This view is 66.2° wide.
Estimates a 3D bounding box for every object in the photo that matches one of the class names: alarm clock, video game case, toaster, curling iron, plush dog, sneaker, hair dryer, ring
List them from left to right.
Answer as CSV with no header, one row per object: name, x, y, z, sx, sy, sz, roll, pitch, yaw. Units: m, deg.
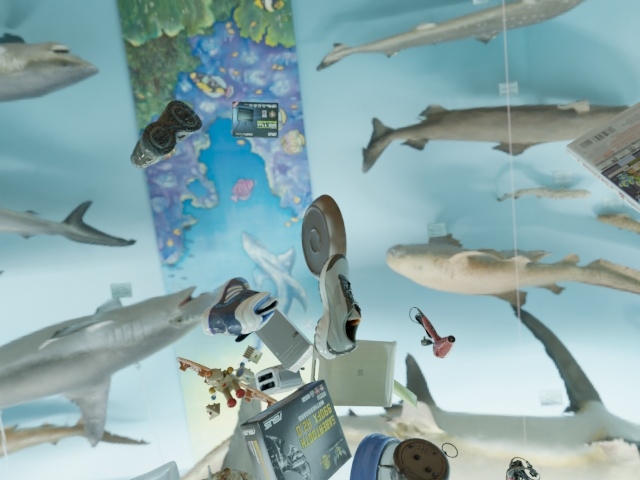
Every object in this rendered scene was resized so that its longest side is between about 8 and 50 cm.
sneaker,-0.436,-0.295,1.367,0.130,0.109,0.286,-30,-161,34
ring,-0.269,0.420,1.423,0.337,0.032,0.336,20,158,8
plush dog,-0.376,1.063,2.129,0.263,0.210,0.225,25,-177,38
sneaker,-0.230,0.211,1.649,0.237,0.130,0.323,-9,-162,17
toaster,-0.188,0.626,2.221,0.147,0.129,0.227,2,157,-47
sneaker,0.057,0.158,1.226,0.108,0.271,0.100,-16,147,32
alarm clock,0.237,0.500,1.101,0.192,0.064,0.129,-12,-144,-33
hair dryer,0.500,0.428,2.201,0.080,0.223,0.294,-33,-162,-20
curling iron,0.396,0.565,0.987,0.068,0.273,0.035,1,-171,-2
video game case,0.528,-0.143,0.760,0.201,0.023,0.183,-31,-130,2

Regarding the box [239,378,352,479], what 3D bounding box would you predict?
box,-0.043,0.416,1.012,0.056,0.182,0.231,-25,172,35

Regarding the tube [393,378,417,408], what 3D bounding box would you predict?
tube,0.368,0.709,2.340,0.070,0.240,0.062,-58,-171,-26

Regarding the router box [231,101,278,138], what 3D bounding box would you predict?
router box,-0.171,-0.315,1.287,0.123,0.092,0.038,-2,-166,-11

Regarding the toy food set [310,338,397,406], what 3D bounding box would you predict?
toy food set,0.116,0.440,1.664,0.306,0.219,0.092,7,175,-19

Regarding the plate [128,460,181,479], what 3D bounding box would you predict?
plate,-0.626,1.001,1.814,0.045,0.277,0.278,-29,164,35

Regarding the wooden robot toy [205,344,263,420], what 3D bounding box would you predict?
wooden robot toy,-0.195,0.285,1.006,0.173,0.079,0.076,-49,-145,-4

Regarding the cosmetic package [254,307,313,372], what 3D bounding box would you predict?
cosmetic package,-0.139,0.358,1.817,0.238,0.127,0.107,40,175,26

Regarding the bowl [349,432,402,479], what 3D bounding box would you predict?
bowl,0.203,0.782,1.463,0.077,0.390,0.391,-15,-175,27

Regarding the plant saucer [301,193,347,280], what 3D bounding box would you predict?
plant saucer,0.000,0.000,1.656,0.050,0.310,0.311,-5,-172,-24
